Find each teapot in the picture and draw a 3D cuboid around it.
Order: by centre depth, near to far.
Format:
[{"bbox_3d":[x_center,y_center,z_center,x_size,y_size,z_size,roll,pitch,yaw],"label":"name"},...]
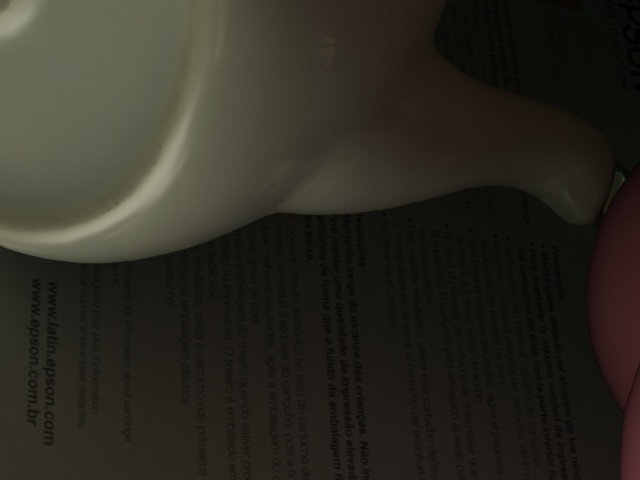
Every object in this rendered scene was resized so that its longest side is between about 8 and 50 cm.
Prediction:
[{"bbox_3d":[-0.048,-0.128,0.564,0.253,0.256,0.187,16,-150,38],"label":"teapot"}]

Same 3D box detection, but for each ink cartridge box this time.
[{"bbox_3d":[0.000,0.000,0.694,0.330,0.071,0.324,12,-127,-22],"label":"ink cartridge box"}]

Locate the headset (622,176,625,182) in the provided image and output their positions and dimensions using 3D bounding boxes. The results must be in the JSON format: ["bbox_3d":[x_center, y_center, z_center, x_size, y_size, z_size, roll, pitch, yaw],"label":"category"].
[{"bbox_3d":[0.033,-0.091,0.880,0.394,0.243,0.185,52,165,-8],"label":"headset"}]

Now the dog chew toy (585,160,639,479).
[{"bbox_3d":[0.175,0.068,0.477,0.207,0.206,0.332,35,-164,-34],"label":"dog chew toy"}]

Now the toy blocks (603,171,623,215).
[{"bbox_3d":[0.209,0.002,1.196,0.289,0.309,0.260,38,-141,-29],"label":"toy blocks"}]
